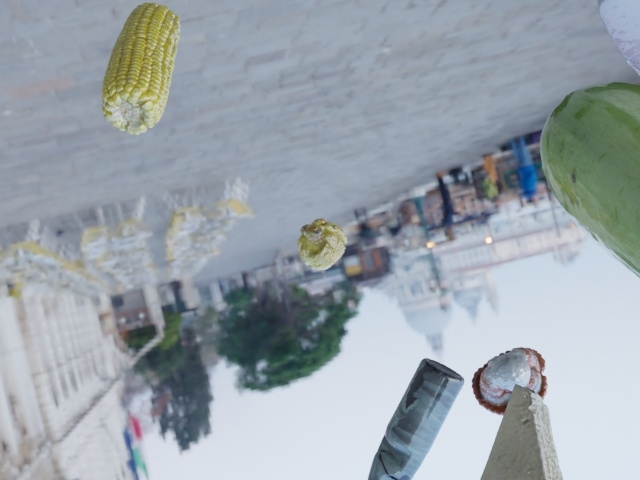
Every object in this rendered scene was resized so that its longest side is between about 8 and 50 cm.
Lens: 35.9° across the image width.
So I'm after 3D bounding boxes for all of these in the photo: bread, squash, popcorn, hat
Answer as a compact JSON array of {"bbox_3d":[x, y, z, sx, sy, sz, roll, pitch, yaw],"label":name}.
[{"bbox_3d":[0.223,0.230,0.973,0.105,0.152,0.077,12,162,39],"label":"bread"},{"bbox_3d":[0.262,-0.002,0.643,0.118,0.118,0.370,-13,-146,-15],"label":"squash"},{"bbox_3d":[0.000,0.000,1.556,0.084,0.084,0.084,-14,178,0],"label":"popcorn"},{"bbox_3d":[0.257,0.181,1.333,0.112,0.094,0.162,-33,153,0],"label":"hat"}]

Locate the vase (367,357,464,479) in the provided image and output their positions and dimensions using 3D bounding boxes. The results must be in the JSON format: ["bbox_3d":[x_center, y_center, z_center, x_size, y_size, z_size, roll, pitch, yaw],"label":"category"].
[{"bbox_3d":[0.101,0.246,1.187,0.060,0.211,0.060,27,-174,-3],"label":"vase"}]

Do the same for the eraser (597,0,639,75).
[{"bbox_3d":[0.347,-0.264,0.902,0.174,0.270,0.095,35,148,-21],"label":"eraser"}]

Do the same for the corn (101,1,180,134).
[{"bbox_3d":[-0.257,-0.252,1.420,0.093,0.093,0.244,-14,-138,14],"label":"corn"}]
